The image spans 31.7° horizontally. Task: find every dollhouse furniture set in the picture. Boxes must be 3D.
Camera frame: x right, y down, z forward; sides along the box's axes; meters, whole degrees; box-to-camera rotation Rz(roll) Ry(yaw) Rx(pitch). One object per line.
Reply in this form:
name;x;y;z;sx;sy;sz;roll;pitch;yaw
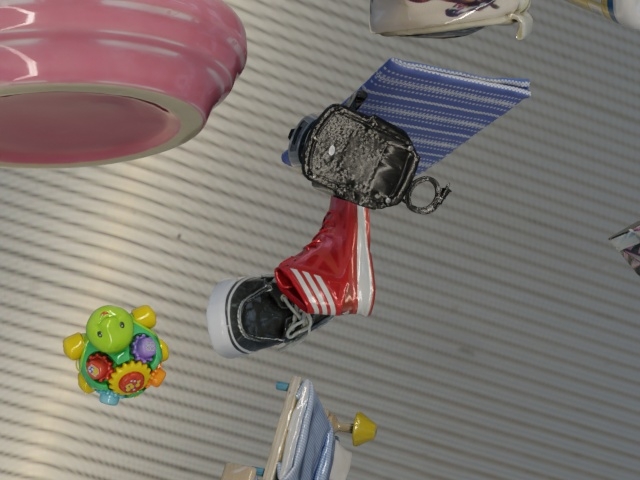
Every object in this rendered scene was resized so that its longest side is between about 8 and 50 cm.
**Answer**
dollhouse furniture set;0.022;0.284;1.244;0.198;0.286;0.303;7;58;15

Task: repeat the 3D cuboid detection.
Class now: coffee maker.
coffee maker;0.047;-0.088;1.359;0.120;0.178;0.171;-44;99;-1

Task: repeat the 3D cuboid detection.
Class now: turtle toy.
turtle toy;-0.193;0.107;1.076;0.095;0.130;0.066;-23;43;-12

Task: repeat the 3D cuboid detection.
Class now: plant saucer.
plant saucer;-0.225;-0.130;0.952;0.332;0.332;0.084;-2;79;-15

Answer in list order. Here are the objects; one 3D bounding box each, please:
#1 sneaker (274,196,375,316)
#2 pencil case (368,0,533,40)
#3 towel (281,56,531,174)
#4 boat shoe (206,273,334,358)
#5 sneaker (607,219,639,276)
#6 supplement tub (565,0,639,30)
sneaker;0.000;0.000;1.510;0.128;0.087;0.221;-2;54;-8
pencil case;0.119;-0.395;1.122;0.160;0.183;0.410;-11;97;-53
towel;0.116;-0.172;1.650;0.243;0.336;0.040;5;68;-28
boat shoe;-0.054;0.100;1.586;0.105;0.306;0.113;-9;85;23
sneaker;0.427;0.006;1.399;0.072;0.178;0.077;-30;87;-6
supplement tub;0.384;-0.385;1.535;0.144;0.144;0.199;-38;50;-20
